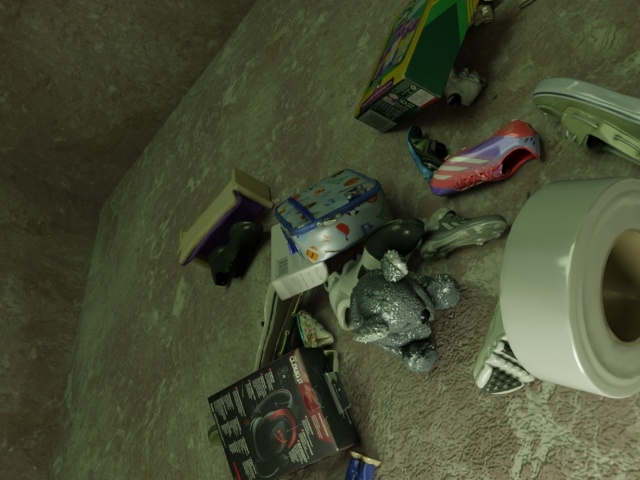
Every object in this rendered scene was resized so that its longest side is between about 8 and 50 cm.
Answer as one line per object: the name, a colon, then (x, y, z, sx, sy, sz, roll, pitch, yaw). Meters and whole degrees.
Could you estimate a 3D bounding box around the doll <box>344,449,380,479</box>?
doll: (0.061, 0.507, 1.108, 0.129, 0.046, 0.189, -1, 66, 55)

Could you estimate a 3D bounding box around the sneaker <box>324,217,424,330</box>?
sneaker: (0.129, 0.083, 1.247, 0.330, 0.122, 0.146, -53, 40, 45)

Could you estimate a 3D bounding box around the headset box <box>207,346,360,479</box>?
headset box: (-0.070, 0.371, 1.222, 0.293, 0.110, 0.218, -33, 68, 22)

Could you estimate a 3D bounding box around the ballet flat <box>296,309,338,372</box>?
ballet flat: (0.001, 0.261, 1.355, 0.077, 0.091, 0.241, -20, 50, 8)

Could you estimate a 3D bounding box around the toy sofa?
toy sofa: (-0.324, -0.048, 1.944, 0.362, 0.150, 0.177, -45, 35, 26)

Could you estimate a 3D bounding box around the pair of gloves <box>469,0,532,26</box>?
pair of gloves: (0.432, -0.619, 1.381, 0.240, 0.042, 0.204, -14, 57, 49)

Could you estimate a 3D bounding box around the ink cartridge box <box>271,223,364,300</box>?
ink cartridge box: (0.000, 0.000, 1.475, 0.261, 0.066, 0.296, -25, 28, 9)

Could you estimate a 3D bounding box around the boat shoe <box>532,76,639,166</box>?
boat shoe: (0.467, -0.201, 0.981, 0.094, 0.109, 0.302, -60, 35, 9)

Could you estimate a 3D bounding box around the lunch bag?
lunch bag: (0.017, -0.060, 1.332, 0.243, 0.115, 0.303, -27, 18, -6)

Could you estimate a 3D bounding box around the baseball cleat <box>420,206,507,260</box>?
baseball cleat: (0.276, -0.032, 1.160, 0.206, 0.072, 0.110, -25, 49, 43)

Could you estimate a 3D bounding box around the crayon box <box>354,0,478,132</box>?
crayon box: (0.229, -0.453, 1.388, 0.313, 0.106, 0.363, -67, 11, -6)

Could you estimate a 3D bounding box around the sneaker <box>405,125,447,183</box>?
sneaker: (0.250, -0.204, 1.340, 0.078, 0.067, 0.188, -28, 41, 12)

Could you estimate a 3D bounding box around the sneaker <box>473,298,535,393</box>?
sneaker: (0.336, 0.117, 0.955, 0.292, 0.110, 0.118, -57, 24, -4)

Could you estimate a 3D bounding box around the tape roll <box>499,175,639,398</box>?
tape roll: (0.367, 0.059, 0.771, 0.100, 0.286, 0.286, 2, 69, 55)

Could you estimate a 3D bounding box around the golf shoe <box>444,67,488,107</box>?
golf shoe: (0.306, -0.362, 1.360, 0.086, 0.069, 0.176, -64, 30, 11)

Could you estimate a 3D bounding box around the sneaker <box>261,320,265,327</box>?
sneaker: (-0.107, 0.174, 1.552, 0.063, 0.074, 0.170, 12, 78, 57)

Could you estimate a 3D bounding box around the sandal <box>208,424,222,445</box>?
sandal: (-0.173, 0.479, 1.403, 0.302, 0.120, 0.086, -25, 62, 44)

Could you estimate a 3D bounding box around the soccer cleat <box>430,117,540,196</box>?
soccer cleat: (0.325, -0.147, 1.170, 0.248, 0.083, 0.095, -33, 48, 35)

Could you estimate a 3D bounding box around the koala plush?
koala plush: (0.129, 0.121, 1.062, 0.203, 0.221, 0.196, 20, 85, 20)

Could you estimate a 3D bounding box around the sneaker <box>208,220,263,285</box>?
sneaker: (-0.264, 0.047, 1.858, 0.286, 0.109, 0.130, -47, 41, 40)

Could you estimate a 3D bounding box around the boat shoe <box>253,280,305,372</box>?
boat shoe: (-0.103, 0.263, 1.448, 0.116, 0.096, 0.325, 86, -168, -76)
